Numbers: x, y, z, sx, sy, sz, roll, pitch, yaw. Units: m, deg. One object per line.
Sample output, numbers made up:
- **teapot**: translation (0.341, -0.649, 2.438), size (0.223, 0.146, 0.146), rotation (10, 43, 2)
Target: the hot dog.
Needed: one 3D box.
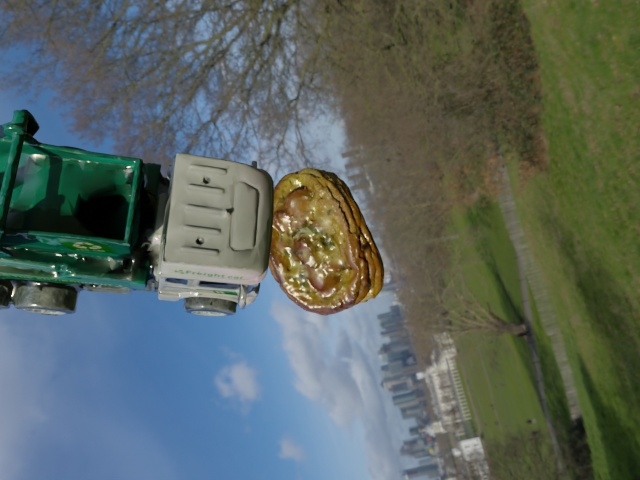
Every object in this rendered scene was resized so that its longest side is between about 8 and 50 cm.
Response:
- **hot dog**: translation (0.000, 0.000, 0.974), size (0.272, 0.196, 0.122), rotation (68, -161, -1)

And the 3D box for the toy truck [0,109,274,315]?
- **toy truck**: translation (-0.134, -0.012, 0.327), size (0.116, 0.215, 0.110), rotation (140, 136, -69)
